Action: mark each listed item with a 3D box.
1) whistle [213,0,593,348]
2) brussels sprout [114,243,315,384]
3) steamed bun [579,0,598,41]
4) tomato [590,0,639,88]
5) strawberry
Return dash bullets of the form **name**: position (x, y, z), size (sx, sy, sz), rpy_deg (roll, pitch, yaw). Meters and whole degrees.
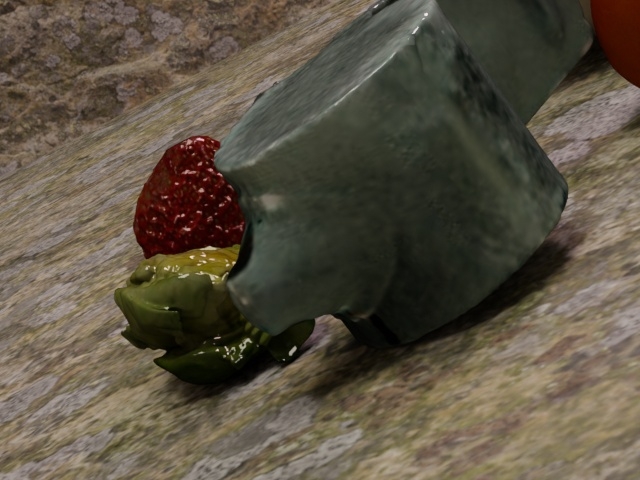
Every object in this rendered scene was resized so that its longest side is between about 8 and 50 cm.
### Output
- **whistle**: position (0.069, -0.084, 1.098), size (0.188, 0.168, 0.405), rpy_deg (-28, 18, 32)
- **brussels sprout**: position (-0.083, 0.049, 1.163), size (0.139, 0.100, 0.181), rpy_deg (-24, 8, -30)
- **steamed bun**: position (0.253, -0.367, 1.549), size (0.334, 0.334, 0.374), rpy_deg (-21, 14, 26)
- **tomato**: position (0.323, -0.224, 1.200), size (0.259, 0.180, 0.260), rpy_deg (-29, 12, 7)
- **strawberry**: position (-0.098, -0.018, 1.317), size (0.131, 0.148, 0.131), rpy_deg (-27, 12, 6)
